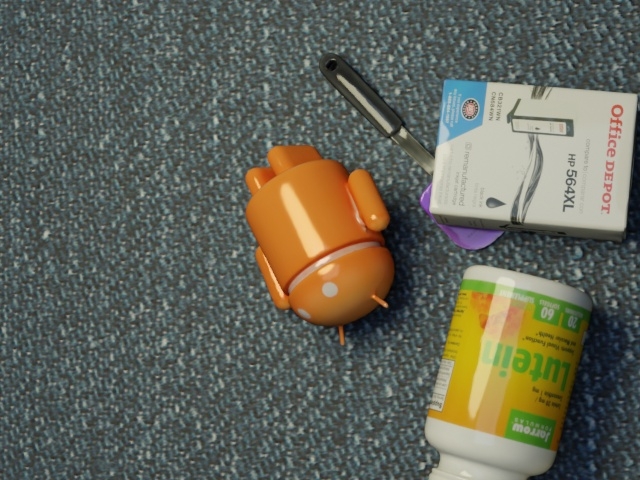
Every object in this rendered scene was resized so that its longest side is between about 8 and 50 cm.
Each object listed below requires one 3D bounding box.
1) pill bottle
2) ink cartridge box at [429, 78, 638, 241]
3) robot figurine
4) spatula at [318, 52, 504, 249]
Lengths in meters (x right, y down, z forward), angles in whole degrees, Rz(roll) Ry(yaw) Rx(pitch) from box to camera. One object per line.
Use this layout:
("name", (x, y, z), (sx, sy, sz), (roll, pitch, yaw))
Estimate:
("pill bottle", (0.184, 0.159, 1.425), (0.136, 0.136, 0.245), (13, 84, 21))
("ink cartridge box", (0.226, -0.084, 1.468), (0.203, 0.086, 0.148), (5, 82, 12))
("robot figurine", (0.001, -0.001, 1.525), (0.158, 0.128, 0.219), (-27, 72, -1))
("spatula", (0.098, -0.109, 1.563), (0.084, 0.030, 0.296), (-44, 69, 2))
